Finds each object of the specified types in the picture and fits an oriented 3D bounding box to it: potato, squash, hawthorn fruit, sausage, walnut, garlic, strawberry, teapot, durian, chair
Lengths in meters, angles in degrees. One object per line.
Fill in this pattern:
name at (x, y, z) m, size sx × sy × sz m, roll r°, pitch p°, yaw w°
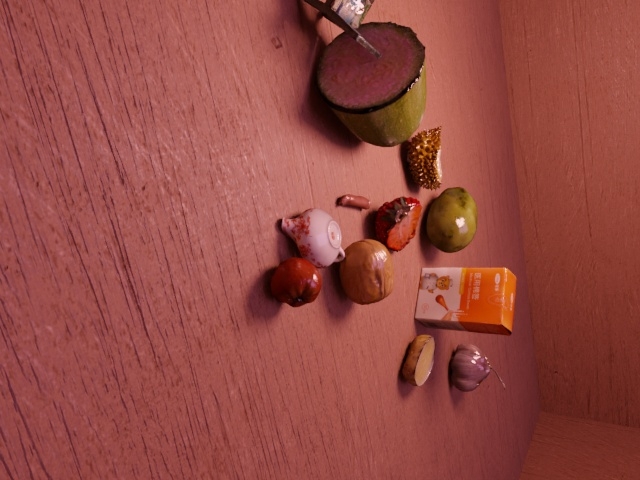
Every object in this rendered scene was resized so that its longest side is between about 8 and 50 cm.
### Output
potato at (0.358, 0.438, 1.684) m, size 0.200 × 0.081 × 0.164 m, roll -55°, pitch 138°, yaw -36°
squash at (0.171, -0.425, 1.354) m, size 0.309 × 0.310 × 0.310 m, roll 50°, pitch 48°, yaw -64°
hawthorn fruit at (-0.058, 0.094, 1.098) m, size 0.125 × 0.125 × 0.140 m, roll 9°, pitch 86°, yaw -53°
sausage at (0.107, -0.120, 1.407) m, size 0.158 × 0.036 × 0.042 m, roll -1°, pitch 77°, yaw -53°
walnut at (0.135, 0.091, 1.331) m, size 0.165 × 0.165 × 0.197 m, roll -39°, pitch 119°, yaw -47°
garlic at (0.699, 0.589, 2.058) m, size 0.257 × 0.207 × 0.207 m, roll 29°, pitch 58°, yaw -8°
strawberry at (0.249, -0.060, 1.546) m, size 0.190 × 0.111 × 0.236 m, roll -43°, pitch 151°, yaw -13°
teapot at (0.000, 0.000, 1.208) m, size 0.245 × 0.116 × 0.159 m, roll 53°, pitch 26°, yaw -45°
durian at (0.395, -0.301, 1.737) m, size 0.138 × 0.183 × 0.249 m, roll -18°, pitch 109°, yaw -15°
potato at (0.538, -0.086, 1.854) m, size 0.216 × 0.216 × 0.304 m, roll 51°, pitch 40°, yaw -39°
chair at (0.084, -0.626, 1.194) m, size 0.136 × 0.270 × 0.147 m, roll 8°, pitch 125°, yaw -53°

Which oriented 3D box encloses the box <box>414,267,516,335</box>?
box at (0.560, 0.228, 1.745) m, size 0.143 × 0.341 × 0.225 m, roll 37°, pitch 59°, yaw -47°
